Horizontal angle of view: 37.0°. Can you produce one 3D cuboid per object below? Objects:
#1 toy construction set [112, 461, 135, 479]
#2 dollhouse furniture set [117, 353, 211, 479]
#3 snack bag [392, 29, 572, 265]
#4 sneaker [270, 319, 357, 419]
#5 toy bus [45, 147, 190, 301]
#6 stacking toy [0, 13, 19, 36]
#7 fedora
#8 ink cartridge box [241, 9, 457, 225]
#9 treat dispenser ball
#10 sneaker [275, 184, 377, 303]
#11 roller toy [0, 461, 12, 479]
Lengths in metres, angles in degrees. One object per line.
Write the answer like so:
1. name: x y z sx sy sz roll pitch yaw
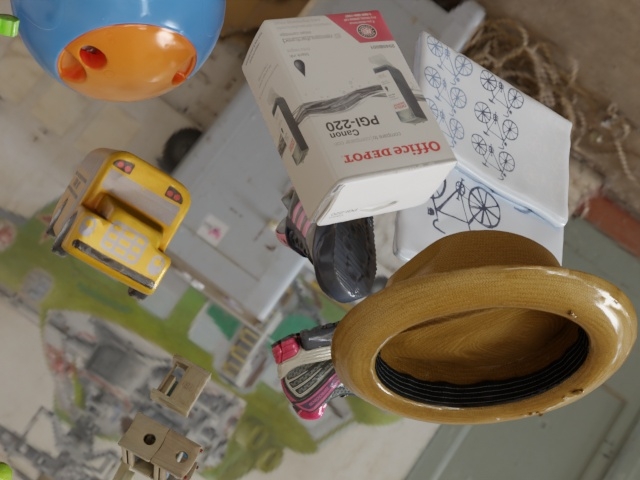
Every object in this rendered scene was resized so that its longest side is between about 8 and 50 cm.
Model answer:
1. toy construction set: -0.356 0.298 1.028 0.327 0.151 0.215 10 176 0
2. dollhouse furniture set: -0.248 0.324 1.674 0.129 0.184 0.129 28 152 4
3. snack bag: 0.231 -0.076 1.304 0.323 0.343 0.037 26 152 -31
4. sneaker: 0.088 0.146 1.251 0.121 0.299 0.112 138 117 -76
5. toy bus: -0.233 -0.030 1.096 0.108 0.130 0.332 32 176 -18
6. stacking toy: -0.337 -0.257 0.867 0.052 0.167 0.221 28 -155 17
7. fedora: 0.102 0.049 0.624 0.194 0.079 0.194 0 139 0
8. ink cartridge box: 0.029 -0.139 1.055 0.218 0.158 0.092 67 150 19
9. treat dispenser ball: -0.272 -0.332 1.298 0.288 0.288 0.288 34 168 8
10. sneaker: 0.000 0.000 1.321 0.112 0.131 0.319 59 -163 -23
11. roller toy: -0.516 0.357 1.272 0.146 0.209 0.191 50 152 21
